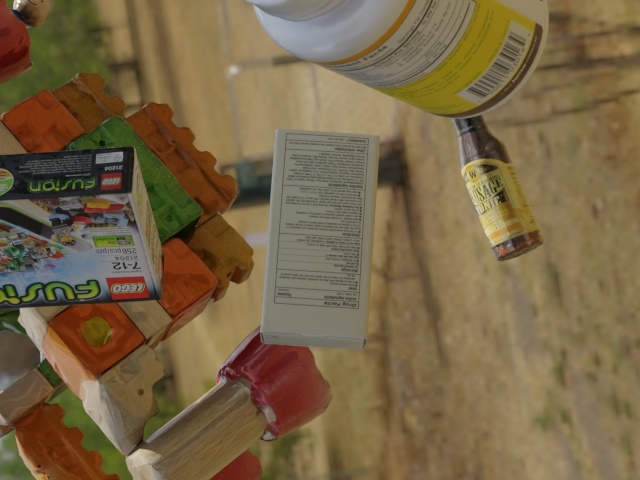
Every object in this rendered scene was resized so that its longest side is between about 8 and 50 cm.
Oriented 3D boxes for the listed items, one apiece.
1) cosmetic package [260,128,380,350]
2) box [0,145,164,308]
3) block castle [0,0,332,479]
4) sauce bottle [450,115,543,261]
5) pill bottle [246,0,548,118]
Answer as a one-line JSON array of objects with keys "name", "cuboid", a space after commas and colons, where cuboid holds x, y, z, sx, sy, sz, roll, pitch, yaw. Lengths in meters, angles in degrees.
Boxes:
[{"name": "cosmetic package", "cuboid": [0.000, 0.000, 0.932, 0.041, 0.060, 0.115, 91, -175, -77]}, {"name": "box", "cuboid": [-0.203, -0.003, 1.016, 0.114, 0.207, 0.036, 81, -173, -54]}, {"name": "block castle", "cuboid": [-0.202, 0.026, 1.419, 0.453, 0.213, 0.303, 49, 152, 7]}, {"name": "sauce bottle", "cuboid": [0.130, -0.049, 1.310, 0.042, 0.042, 0.128, 103, 145, -78]}, {"name": "pill bottle", "cuboid": [0.039, -0.151, 1.023, 0.215, 0.117, 0.117, 17, -123, -52]}]
